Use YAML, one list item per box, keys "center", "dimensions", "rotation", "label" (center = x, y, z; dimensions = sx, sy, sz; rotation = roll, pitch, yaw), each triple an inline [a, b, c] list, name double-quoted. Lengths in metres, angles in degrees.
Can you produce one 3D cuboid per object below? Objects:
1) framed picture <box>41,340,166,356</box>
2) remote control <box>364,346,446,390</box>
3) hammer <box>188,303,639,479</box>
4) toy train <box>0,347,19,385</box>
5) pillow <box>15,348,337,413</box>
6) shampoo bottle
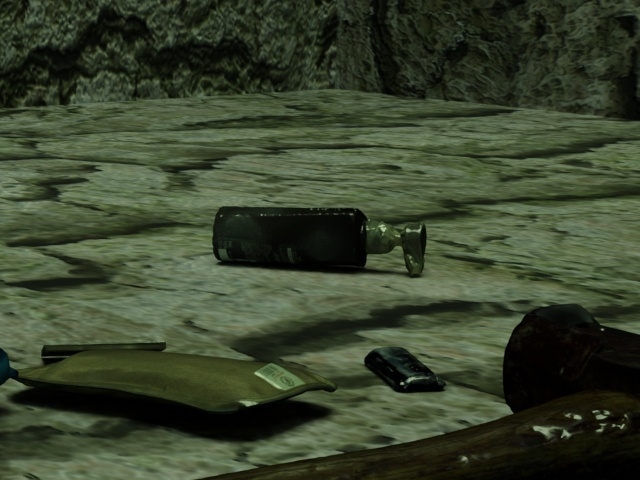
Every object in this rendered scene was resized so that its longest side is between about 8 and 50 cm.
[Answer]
- center: [-0.162, 0.081, 1.393]
  dimensions: [0.089, 0.006, 0.066]
  rotation: [-1, -7, -12]
  label: "framed picture"
- center: [0.061, 0.093, 1.379]
  dimensions: [0.039, 0.014, 0.096]
  rotation: [-1, 10, -14]
  label: "remote control"
- center: [0.080, 0.127, 1.024]
  dimensions: [0.409, 0.095, 0.242]
  rotation: [-11, 14, -30]
  label: "hammer"
- center: [-0.353, 0.019, 1.283]
  dimensions: [0.265, 0.188, 0.300]
  rotation: [-6, 12, -14]
  label: "toy train"
- center: [-0.101, 0.094, 1.285]
  dimensions: [0.218, 0.033, 0.130]
  rotation: [3, 5, 30]
  label: "pillow"
- center: [0.000, 0.000, 1.817]
  dimensions: [0.208, 0.063, 0.057]
  rotation: [2, -1, 16]
  label: "shampoo bottle"
